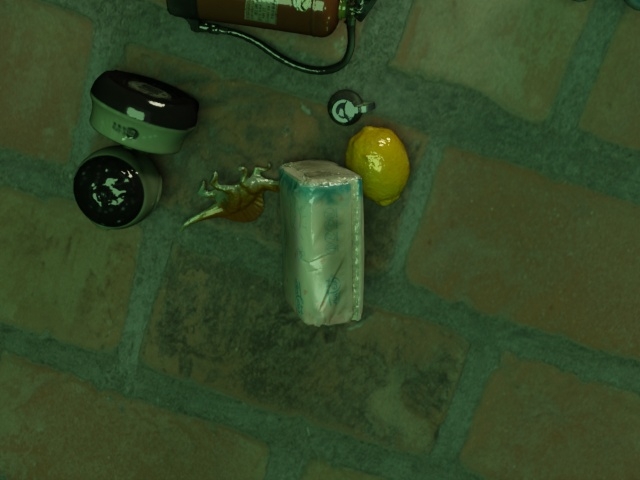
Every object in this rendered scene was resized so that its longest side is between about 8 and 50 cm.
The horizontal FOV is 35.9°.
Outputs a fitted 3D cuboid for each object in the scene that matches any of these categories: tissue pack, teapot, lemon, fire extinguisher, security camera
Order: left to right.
[{"bbox_3d":[-0.354,-0.153,1.813,0.197,0.191,0.277,22,109,-1],"label":"security camera"},{"bbox_3d":[-0.076,-0.408,1.760,0.376,0.113,0.200,8,150,7],"label":"fire extinguisher"},{"bbox_3d":[-0.001,-0.001,1.798,0.124,0.201,0.271,-6,106,-13],"label":"tissue pack"},{"bbox_3d":[0.055,-0.240,1.800,0.088,0.057,0.066,-3,107,9],"label":"teapot"},{"bbox_3d":[0.104,-0.135,1.796,0.114,0.114,0.155,-13,107,11],"label":"lemon"}]

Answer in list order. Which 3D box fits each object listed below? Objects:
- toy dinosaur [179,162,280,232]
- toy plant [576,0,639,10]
[{"bbox_3d":[-0.163,-0.076,1.890,0.142,0.057,0.212,27,121,-21],"label":"toy dinosaur"},{"bbox_3d":[0.490,-0.505,1.569,0.247,0.247,0.332,32,139,-2],"label":"toy plant"}]
